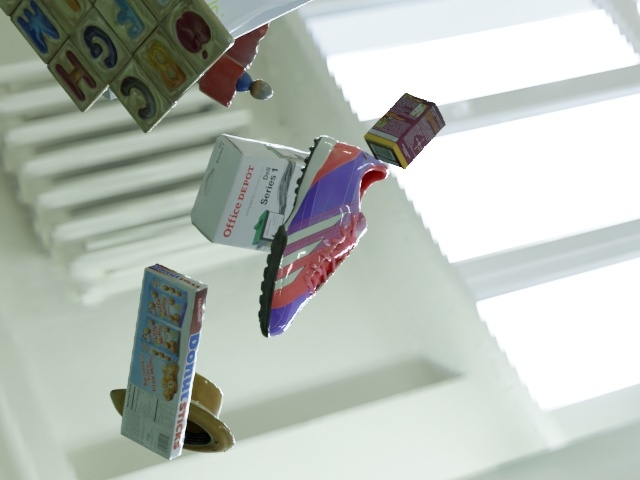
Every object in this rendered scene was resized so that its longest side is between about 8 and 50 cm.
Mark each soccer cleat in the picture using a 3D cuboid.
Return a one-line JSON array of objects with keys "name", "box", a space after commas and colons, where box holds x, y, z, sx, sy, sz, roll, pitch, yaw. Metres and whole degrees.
[{"name": "soccer cleat", "box": [0.000, 0.000, 2.306, 0.108, 0.116, 0.318, 96, 13, -63]}]

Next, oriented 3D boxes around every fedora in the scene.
[{"name": "fedora", "box": [-0.195, 0.224, 2.270, 0.194, 0.194, 0.079, -38, -155, 61]}]

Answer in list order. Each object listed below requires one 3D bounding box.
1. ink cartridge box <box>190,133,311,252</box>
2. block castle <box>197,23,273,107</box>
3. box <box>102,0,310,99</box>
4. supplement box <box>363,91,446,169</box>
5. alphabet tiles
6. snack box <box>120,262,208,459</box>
[{"name": "ink cartridge box", "box": [-0.075, -0.066, 2.611, 0.092, 0.219, 0.160, 43, -62, 53]}, {"name": "block castle", "box": [-0.071, -0.436, 2.352, 0.303, 0.213, 0.453, 138, -24, -75]}, {"name": "box", "box": [-0.118, -0.312, 1.779, 0.058, 0.322, 0.232, 41, -32, 30]}, {"name": "supplement box", "box": [0.103, -0.134, 2.002, 0.055, 0.083, 0.043, 25, -25, 45]}, {"name": "alphabet tiles", "box": [-0.220, -0.266, 1.440, 0.342, 0.011, 0.285, 52, -40, -1]}, {"name": "snack box", "box": [-0.148, 0.115, 1.549, 0.064, 0.022, 0.178, 23, -66, 30]}]
